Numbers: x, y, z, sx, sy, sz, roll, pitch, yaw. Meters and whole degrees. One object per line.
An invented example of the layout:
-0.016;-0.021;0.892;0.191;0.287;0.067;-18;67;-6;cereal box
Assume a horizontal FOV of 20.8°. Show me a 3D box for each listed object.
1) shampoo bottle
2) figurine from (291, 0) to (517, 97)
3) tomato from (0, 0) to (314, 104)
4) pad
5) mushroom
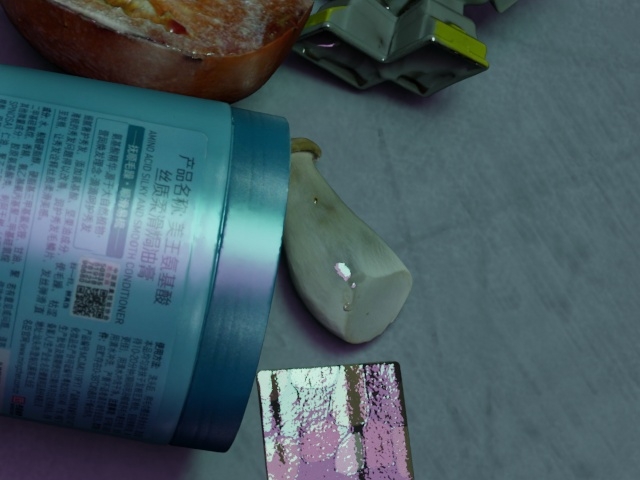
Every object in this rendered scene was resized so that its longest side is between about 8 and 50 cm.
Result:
-0.229;0.012;1.637;0.343;0.331;0.331;10;74;-9;shampoo bottle
0.096;-0.311;1.880;0.343;0.167;0.284;18;68;-6;figurine
-0.174;-0.237;1.784;0.338;0.143;0.338;11;40;-10;tomato
0.021;0.244;1.806;0.158;0.003;0.235;-3;77;-13;pad
0.000;0.000;1.825;0.116;0.093;0.225;-31;75;-33;mushroom
